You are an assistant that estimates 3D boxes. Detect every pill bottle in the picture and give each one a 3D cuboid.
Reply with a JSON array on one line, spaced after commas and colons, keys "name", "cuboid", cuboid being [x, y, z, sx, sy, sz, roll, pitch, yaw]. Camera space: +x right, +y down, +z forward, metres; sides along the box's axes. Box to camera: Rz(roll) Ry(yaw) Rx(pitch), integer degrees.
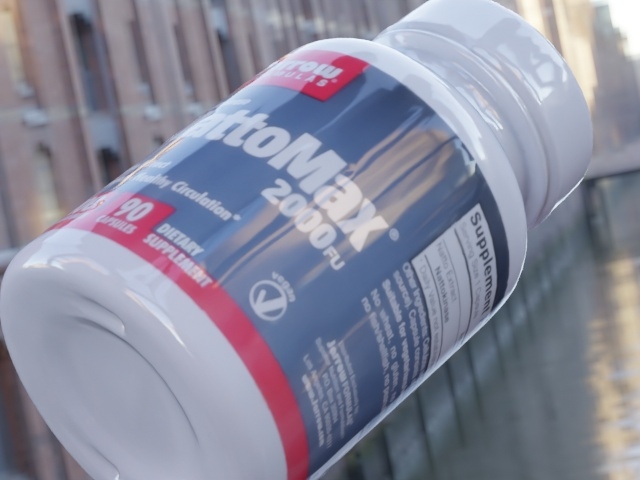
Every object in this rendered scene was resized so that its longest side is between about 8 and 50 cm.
[{"name": "pill bottle", "cuboid": [0.000, 0.000, 0.596, 0.180, 0.108, 0.108, -40, 18, -33]}]
